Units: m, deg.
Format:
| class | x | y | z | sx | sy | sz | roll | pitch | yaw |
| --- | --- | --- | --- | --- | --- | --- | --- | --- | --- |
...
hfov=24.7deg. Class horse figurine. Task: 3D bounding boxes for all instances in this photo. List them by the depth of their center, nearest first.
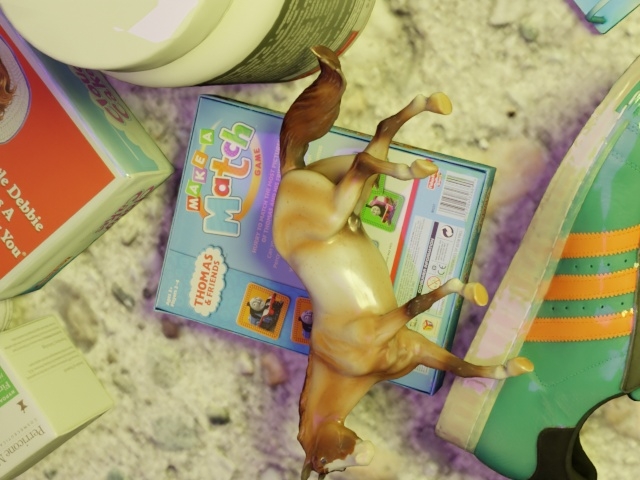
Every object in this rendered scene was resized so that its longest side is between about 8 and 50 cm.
| class | x | y | z | sx | sy | sz | roll | pitch | yaw |
| --- | --- | --- | --- | --- | --- | --- | --- | --- | --- |
| horse figurine | 0.028 | 0.012 | 0.935 | 0.174 | 0.066 | 0.263 | -21 | 85 | 41 |

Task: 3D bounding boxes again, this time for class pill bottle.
| class | x | y | z | sx | sy | sz | roll | pitch | yaw |
| --- | --- | --- | --- | --- | --- | --- | --- | --- | --- |
| pill bottle | -0.073 | -0.174 | 0.888 | 0.161 | 0.283 | 0.161 | 2 | 97 | 17 |

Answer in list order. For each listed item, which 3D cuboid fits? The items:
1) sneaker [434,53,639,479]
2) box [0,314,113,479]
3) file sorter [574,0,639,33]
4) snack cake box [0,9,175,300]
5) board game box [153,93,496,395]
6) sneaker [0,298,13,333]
| class | x | y | z | sx | sy | sz | roll | pitch | yaw |
| --- | --- | --- | --- | --- | --- | --- | --- | --- | --- |
| sneaker | 0.185 | 0.025 | 0.929 | 0.121 | 0.108 | 0.302 | 27 | 112 | 12 |
| box | -0.228 | 0.123 | 1.069 | 0.101 | 0.102 | 0.087 | -36 | 87 | 17 |
| file sorter | 0.162 | -0.232 | 0.901 | 0.118 | 0.104 | 0.170 | -40 | 84 | 17 |
| snack cake box | -0.248 | -0.105 | 1.055 | 0.152 | 0.089 | 0.264 | -39 | 84 | 17 |
| board game box | 0.000 | 0.000 | 1.015 | 0.211 | 0.039 | 0.160 | 16 | 101 | 14 |
| sneaker | -0.367 | 0.090 | 1.078 | 0.268 | 0.153 | 0.101 | -27 | 87 | 22 |
